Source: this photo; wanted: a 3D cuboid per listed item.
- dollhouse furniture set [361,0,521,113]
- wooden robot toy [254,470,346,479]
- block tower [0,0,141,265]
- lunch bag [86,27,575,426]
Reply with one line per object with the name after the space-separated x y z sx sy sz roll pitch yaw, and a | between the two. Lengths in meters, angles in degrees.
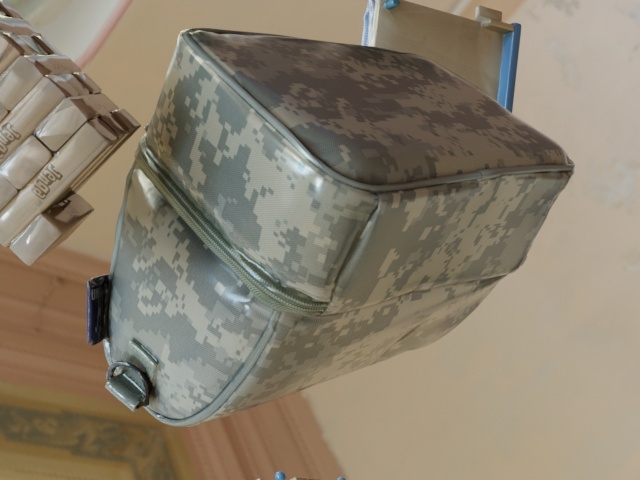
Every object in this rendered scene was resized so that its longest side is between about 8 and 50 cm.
0.071 -0.263 1.093 0.286 0.303 0.198 6 177 -26 | dollhouse furniture set
-0.016 0.325 1.045 0.173 0.076 0.079 17 -134 -36 | wooden robot toy
-0.255 -0.139 0.523 0.335 0.097 0.091 45 -172 -8 | block tower
0.000 0.000 0.671 0.305 0.256 0.212 -9 -139 -47 | lunch bag
